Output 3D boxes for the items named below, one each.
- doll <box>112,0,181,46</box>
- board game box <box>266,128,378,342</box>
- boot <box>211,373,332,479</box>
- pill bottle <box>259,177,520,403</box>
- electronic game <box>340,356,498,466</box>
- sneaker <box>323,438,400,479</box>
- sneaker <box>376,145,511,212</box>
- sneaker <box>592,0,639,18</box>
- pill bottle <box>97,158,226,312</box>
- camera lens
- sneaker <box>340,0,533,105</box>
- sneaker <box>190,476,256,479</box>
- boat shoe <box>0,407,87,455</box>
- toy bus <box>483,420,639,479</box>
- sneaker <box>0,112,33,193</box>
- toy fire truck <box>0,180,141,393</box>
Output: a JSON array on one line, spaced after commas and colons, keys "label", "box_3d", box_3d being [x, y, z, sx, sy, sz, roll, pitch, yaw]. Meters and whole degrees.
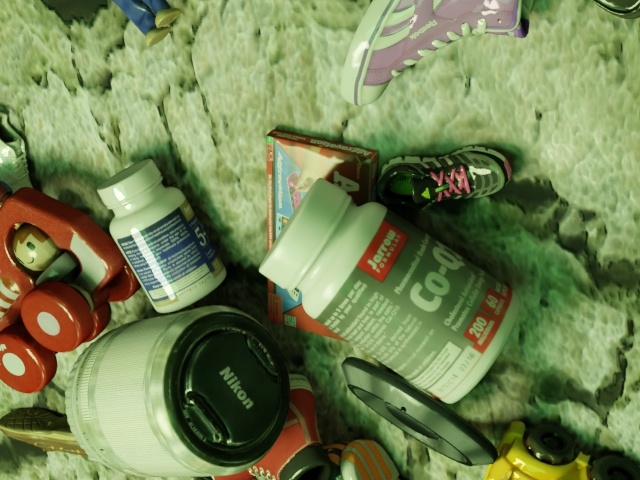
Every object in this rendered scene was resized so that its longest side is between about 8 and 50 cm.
[{"label": "doll", "box_3d": [-0.252, -0.332, 1.575, 0.189, 0.046, 0.129, 46, 138, 5]}, {"label": "board game box", "box_3d": [0.000, 0.000, 1.651, 0.145, 0.027, 0.281, 13, 123, 20]}, {"label": "boot", "box_3d": [-0.071, 0.325, 1.787, 0.244, 0.088, 0.176, -52, 44, 38]}, {"label": "pill bottle", "box_3d": [0.081, 0.056, 1.532, 0.283, 0.161, 0.161, 33, 129, -4]}, {"label": "electronic game", "box_3d": [0.124, 0.217, 1.629, 0.229, 0.048, 0.229, 32, 168, 7]}, {"label": "sneaker", "box_3d": [0.063, 0.434, 1.831, 0.180, 0.124, 0.321, -21, 96, 40]}, {"label": "sneaker", "box_3d": [0.139, -0.067, 1.505, 0.170, 0.075, 0.063, -2, 117, 29]}, {"label": "sneaker", "box_3d": [0.246, -0.297, 1.283, 0.222, 0.118, 0.083, 48, 128, -5]}, {"label": "pill bottle", "box_3d": [-0.215, -0.008, 1.706, 0.112, 0.112, 0.186, -17, 109, 35]}, {"label": "camera lens", "box_3d": [-0.192, 0.208, 1.729, 0.274, 0.219, 0.219, -13, 111, 49]}, {"label": "sneaker", "box_3d": [0.134, -0.231, 1.397, 0.161, 0.102, 0.282, 33, 128, 3]}, {"label": "sneaker", "box_3d": [-0.111, 0.449, 1.937, 0.262, 0.099, 0.121, 46, 133, -2]}, {"label": "boat shoe", "box_3d": [-0.436, 0.311, 2.045, 0.178, 0.064, 0.060, 4, 118, 23]}, {"label": "toy bus", "box_3d": [0.290, 0.360, 1.594, 0.220, 0.211, 0.149, 27, 129, 14]}, {"label": "sneaker", "box_3d": [-0.439, -0.111, 1.803, 0.061, 0.053, 0.152, -18, 108, 32]}, {"label": "toy fire truck", "box_3d": [-0.411, 0.047, 1.802, 0.254, 0.169, 0.302, 43, 132, -2]}]
